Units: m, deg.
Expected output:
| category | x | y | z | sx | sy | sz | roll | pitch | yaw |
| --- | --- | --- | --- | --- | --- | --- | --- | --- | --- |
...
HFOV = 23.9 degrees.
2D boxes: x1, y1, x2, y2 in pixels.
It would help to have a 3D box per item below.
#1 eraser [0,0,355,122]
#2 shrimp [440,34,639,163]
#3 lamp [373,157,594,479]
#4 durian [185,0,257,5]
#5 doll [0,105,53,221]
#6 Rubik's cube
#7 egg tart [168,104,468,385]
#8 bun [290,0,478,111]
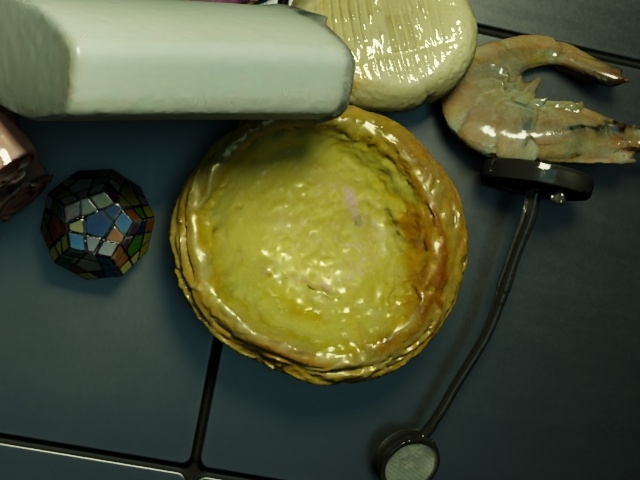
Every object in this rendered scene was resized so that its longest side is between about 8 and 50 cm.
| category | x | y | z | sx | sy | sz | roll | pitch | yaw |
| --- | --- | --- | --- | --- | --- | --- | --- | --- | --- |
| eraser | -0.136 | -0.159 | 1.317 | 0.290 | 0.189 | 0.104 | -4 | 114 | -39 |
| shrimp | 0.247 | -0.143 | 1.553 | 0.254 | 0.059 | 0.145 | 0 | 66 | -3 |
| lamp | 0.153 | 0.079 | 1.554 | 0.130 | 0.108 | 0.371 | 15 | 104 | -30 |
| durian | -0.054 | -0.324 | 1.459 | 0.260 | 0.154 | 0.186 | -8 | 84 | -17 |
| doll | -0.374 | -0.125 | 1.374 | 0.284 | 0.216 | 0.268 | -39 | 84 | -11 |
| Rubik's cube | -0.215 | -0.016 | 1.462 | 0.111 | 0.111 | 0.093 | -27 | 120 | -8 |
| egg tart | 0.000 | 0.000 | 1.486 | 0.294 | 0.123 | 0.294 | 0 | 91 | -6 |
| bun | 0.060 | -0.200 | 1.504 | 0.188 | 0.111 | 0.164 | -13 | 77 | -5 |
